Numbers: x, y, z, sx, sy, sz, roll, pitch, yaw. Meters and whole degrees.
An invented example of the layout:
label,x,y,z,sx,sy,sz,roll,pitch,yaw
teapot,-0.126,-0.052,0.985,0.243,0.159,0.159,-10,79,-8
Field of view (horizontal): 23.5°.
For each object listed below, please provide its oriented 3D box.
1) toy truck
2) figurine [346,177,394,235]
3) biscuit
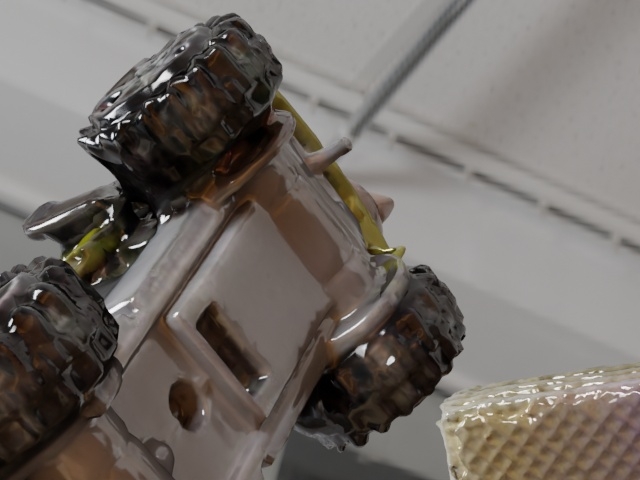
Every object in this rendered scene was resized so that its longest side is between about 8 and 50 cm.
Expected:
label,x,y,z,sx,sy,sz,roll,pitch,yaw
toy truck,-0.050,0.050,0.421,0.111,0.286,0.136,-26,-69,35
figurine,0.000,0.000,1.389,0.138,0.125,0.125,6,-31,-7
biscuit,0.185,0.114,0.787,0.239,0.108,0.062,-10,6,17
